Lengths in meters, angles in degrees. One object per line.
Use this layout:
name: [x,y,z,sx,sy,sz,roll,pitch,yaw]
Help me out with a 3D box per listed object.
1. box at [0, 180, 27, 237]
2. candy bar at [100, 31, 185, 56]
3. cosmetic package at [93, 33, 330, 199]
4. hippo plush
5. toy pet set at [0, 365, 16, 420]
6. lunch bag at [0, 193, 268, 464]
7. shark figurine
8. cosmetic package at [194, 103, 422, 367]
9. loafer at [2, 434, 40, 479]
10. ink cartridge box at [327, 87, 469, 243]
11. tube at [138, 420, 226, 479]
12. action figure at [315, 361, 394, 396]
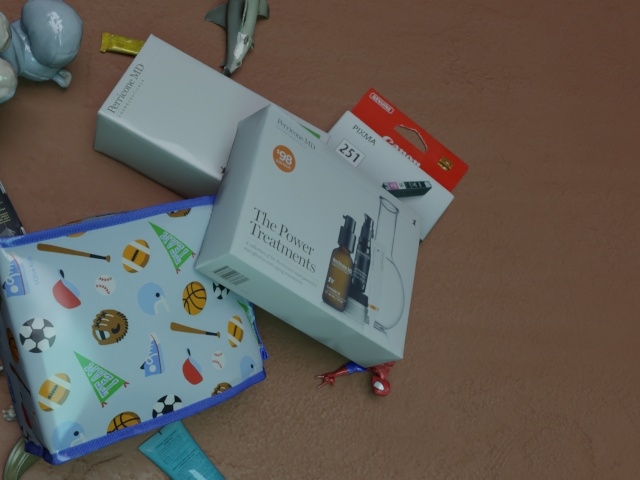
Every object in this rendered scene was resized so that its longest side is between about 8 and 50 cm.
box: [-0.666,0.035,1.312,0.395,0.097,0.318,-25,77,-25]
candy bar: [-0.338,-0.363,1.606,0.162,0.018,0.040,10,71,-14]
cosmetic package: [-0.197,-0.177,1.507,0.366,0.155,0.196,28,66,-8]
hippo plush: [-0.525,-0.302,1.430,0.237,0.294,0.234,-11,76,-45]
toy pet set: [-0.481,0.220,1.335,0.114,0.065,0.122,-24,74,12]
lunch bag: [-0.284,0.117,1.280,0.386,0.239,0.327,-16,94,-31]
shark figurine: [-0.186,-0.411,1.647,0.116,0.166,0.278,13,84,14]
cosmetic package: [0.000,0.000,1.369,0.377,0.097,0.284,34,51,-32]
loafer: [-0.439,0.315,1.302,0.050,0.056,0.148,26,65,0]
ink cartridge box: [0.148,-0.158,1.663,0.275,0.060,0.239,39,65,-1]
tube: [-0.196,0.385,1.360,0.207,0.052,0.080,46,59,8]
action figure: [0.043,0.151,1.498,0.139,0.091,0.280,-12,74,-28]
